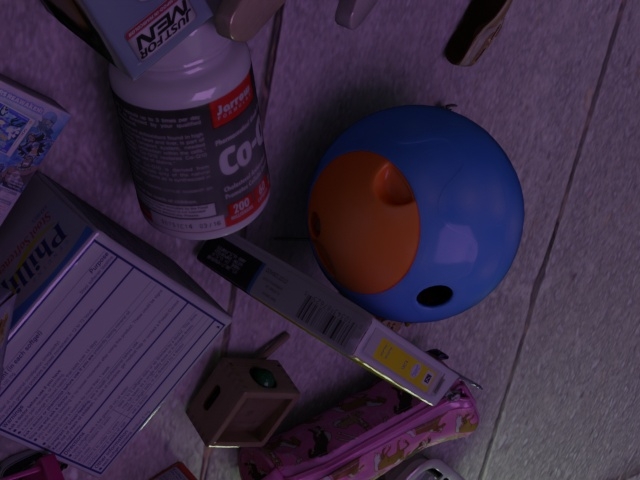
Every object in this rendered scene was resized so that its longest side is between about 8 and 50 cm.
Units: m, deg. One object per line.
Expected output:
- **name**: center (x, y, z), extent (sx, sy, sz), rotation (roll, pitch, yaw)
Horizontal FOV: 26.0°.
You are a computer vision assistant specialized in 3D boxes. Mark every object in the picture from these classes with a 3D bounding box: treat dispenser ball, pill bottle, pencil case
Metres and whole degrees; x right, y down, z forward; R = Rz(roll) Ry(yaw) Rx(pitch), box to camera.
- **treat dispenser ball**: center (0.124, -0.035, 1.831), extent (0.288, 0.288, 0.288), rotation (-25, 134, -28)
- **pill bottle**: center (-0.151, -0.153, 1.580), extent (0.161, 0.161, 0.283), rotation (-30, 137, -23)
- **pencil case**: center (0.059, 0.310, 2.147), extent (0.386, 0.160, 0.167), rotation (-24, 135, -27)

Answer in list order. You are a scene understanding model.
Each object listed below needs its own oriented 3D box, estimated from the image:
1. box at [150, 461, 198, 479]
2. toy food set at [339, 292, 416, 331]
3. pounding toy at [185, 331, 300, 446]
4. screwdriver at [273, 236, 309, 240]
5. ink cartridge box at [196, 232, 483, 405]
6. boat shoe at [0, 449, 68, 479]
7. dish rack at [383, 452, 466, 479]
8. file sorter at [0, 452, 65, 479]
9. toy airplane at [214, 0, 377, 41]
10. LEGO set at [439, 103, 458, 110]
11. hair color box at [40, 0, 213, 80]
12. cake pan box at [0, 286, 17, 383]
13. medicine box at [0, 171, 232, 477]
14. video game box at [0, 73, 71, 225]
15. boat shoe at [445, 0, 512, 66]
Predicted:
- **box**: center (-0.166, 0.474, 1.953), extent (0.154, 0.300, 0.142), rotation (-33, 136, -22)
- **toy food set**: center (0.105, 0.103, 2.119), extent (0.192, 0.038, 0.132), rotation (-10, 126, -38)
- **pounding toy**: center (-0.103, 0.212, 1.982), extent (0.130, 0.100, 0.141), rotation (8, 125, -46)
- **screwdriver**: center (0.000, 0.000, 1.960), extent (0.170, 0.024, 0.025), rotation (-3, 151, -35)
- **ink cartridge box**: center (0.025, 0.114, 1.841), extent (0.072, 0.304, 0.307), rotation (-58, 140, -6)
- **boat shoe**: center (-0.355, 0.291, 1.835), extent (0.142, 0.040, 0.049), rotation (-23, 134, -29)
- **dish rack**: center (0.119, 0.522, 2.438), extent (0.333, 0.072, 0.285), rotation (-48, 142, -3)
- **file sorter**: center (-0.403, 0.415, 1.671), extent (0.182, 0.202, 0.290), rotation (-15, 163, -31)
- **toy airplane**: center (0.029, -0.415, 1.508), extent (0.384, 0.272, 0.386), rotation (-58, 178, 25)
- **LEGO set**: center (0.166, -0.166, 1.983), extent (0.083, 0.023, 0.054), rotation (-42, 140, 11)
- **hair color box**: center (-0.261, -0.342, 1.309), extent (0.113, 0.185, 0.374), rotation (-42, 140, -10)
- **cake pan box**: center (-0.465, 0.137, 1.466), extent (0.070, 0.246, 0.267), rotation (-57, 165, -64)
- **medicine box**: center (-0.299, 0.107, 1.657), extent (0.263, 0.149, 0.289), rotation (-50, 140, 1)
- **video game box**: center (-0.396, -0.101, 1.483), extent (0.187, 0.048, 0.205), rotation (-54, 141, 8)
- **boat shoe**: center (0.225, -0.298, 1.912), extent (0.045, 0.050, 0.135), rotation (12, 121, -51)
